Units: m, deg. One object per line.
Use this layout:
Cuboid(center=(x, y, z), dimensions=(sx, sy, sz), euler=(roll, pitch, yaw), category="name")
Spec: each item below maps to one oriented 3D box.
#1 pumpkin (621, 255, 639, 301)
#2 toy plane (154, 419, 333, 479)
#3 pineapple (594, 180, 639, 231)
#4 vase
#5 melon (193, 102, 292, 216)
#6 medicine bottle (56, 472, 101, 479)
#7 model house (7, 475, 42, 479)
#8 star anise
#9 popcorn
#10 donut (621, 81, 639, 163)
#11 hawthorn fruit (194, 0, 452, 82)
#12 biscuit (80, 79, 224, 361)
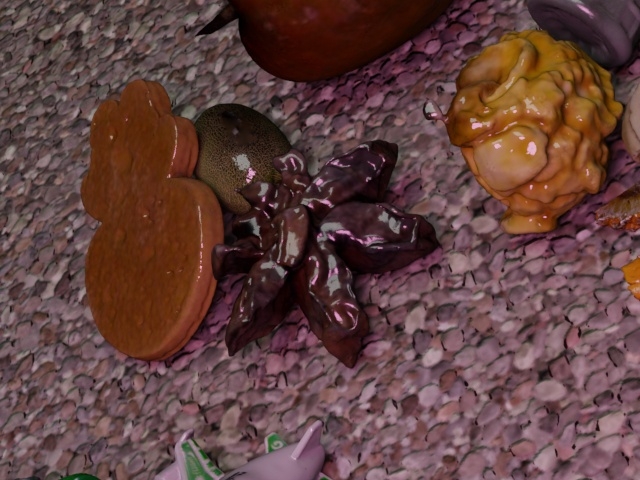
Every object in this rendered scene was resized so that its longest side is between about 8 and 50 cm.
Cuboid(center=(0.287, 0.038, 1.231), dimensions=(0.074, 0.083, 0.054), euler=(-28, 31, 12), category="pumpkin")
Cuboid(center=(-0.058, 0.221, 1.305), dimensions=(0.174, 0.080, 0.174), euler=(4, 47, -4), category="toy plane")
Cuboid(center=(0.277, -0.032, 1.334), dimensions=(0.083, 0.019, 0.045), euler=(-32, 41, 6), category="pineapple")
Cuboid(center=(0.320, -0.307, 1.444), dimensions=(0.143, 0.143, 0.299), euler=(29, 80, 45), category="vase")
Cuboid(center=(-0.081, -0.083, 1.570), dimensions=(0.099, 0.099, 0.162), euler=(-41, 39, 1), category="melon")
Cuboid(center=(-0.279, 0.247, 1.218), dimensions=(0.309, 0.076, 0.111), euler=(-25, 81, 33), category="medicine bottle")
Cuboid(center=(-0.221, 0.371, 1.286), dimensions=(0.253, 0.184, 0.291), euler=(40, 98, 40), category="model house")
Cuboid(center=(-0.001, 0.007, 1.428), dimensions=(0.214, 0.099, 0.220), euler=(-10, 62, 10), category="star anise")
Cuboid(center=(0.190, -0.098, 1.356), dimensions=(0.140, 0.163, 0.194), euler=(-29, 11, 24), category="popcorn")
Cuboid(center=(0.336, -0.121, 1.324), dimensions=(0.166, 0.065, 0.108), euler=(-23, 38, 14), category="donut")
Cuboid(center=(-0.003, -0.290, 1.569), dimensions=(0.301, 0.268, 0.268), euler=(-40, 43, 16), category="hawthorn fruit")
Cuboid(center=(-0.174, -0.021, 1.562), dimensions=(0.202, 0.044, 0.289), euler=(-35, 57, 38), category="biscuit")
